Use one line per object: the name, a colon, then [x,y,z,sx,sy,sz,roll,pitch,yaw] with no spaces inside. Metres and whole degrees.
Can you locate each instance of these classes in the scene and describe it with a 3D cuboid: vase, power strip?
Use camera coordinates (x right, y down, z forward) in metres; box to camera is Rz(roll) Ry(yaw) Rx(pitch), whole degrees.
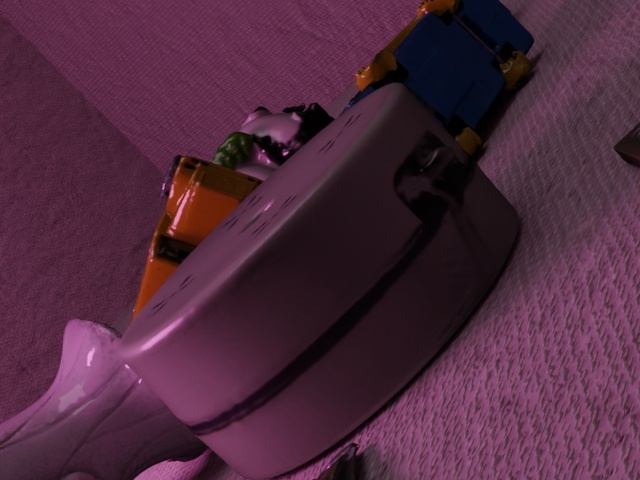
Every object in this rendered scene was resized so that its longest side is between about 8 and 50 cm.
vase: [-0.302,0.276,1.132,0.445,0.250,0.250,-47,8,-28]
power strip: [0.004,0.029,1.057,0.357,0.161,0.357,-43,9,8]

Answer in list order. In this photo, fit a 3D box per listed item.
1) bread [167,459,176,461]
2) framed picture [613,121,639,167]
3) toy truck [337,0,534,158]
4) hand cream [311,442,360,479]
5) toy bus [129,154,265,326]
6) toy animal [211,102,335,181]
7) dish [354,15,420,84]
bread: [-0.101,0.155,1.273,0.192,0.067,0.119,-35,23,54]
framed picture: [0.328,-0.145,0.812,0.289,0.016,0.213,-44,8,7]
toy truck: [0.119,-0.167,1.470,0.162,0.161,0.385,-44,7,45]
hand cream: [-0.006,0.182,0.776,0.086,0.055,0.235,-42,1,3]
toy bus: [-0.147,0.065,1.364,0.123,0.121,0.335,-71,2,-49]
toy animal: [-0.075,-0.060,1.713,0.266,0.212,0.212,-49,9,-36]
dish: [0.191,-0.314,2.004,0.262,0.108,0.221,-47,8,-23]
